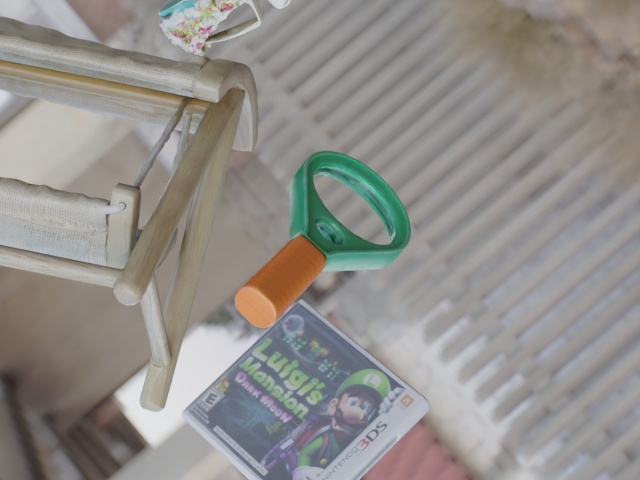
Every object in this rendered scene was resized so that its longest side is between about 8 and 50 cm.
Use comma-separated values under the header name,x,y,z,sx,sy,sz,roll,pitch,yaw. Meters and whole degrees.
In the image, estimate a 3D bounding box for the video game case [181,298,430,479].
name,x,y,z,sx,sy,sz,roll,pitch,yaw
video game case,-0.017,0.167,1.645,0.190,0.173,0.022,37,163,34

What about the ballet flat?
name,x,y,z,sx,sy,sz,roll,pitch,yaw
ballet flat,-0.075,-0.277,1.820,0.077,0.241,0.091,51,-144,-15

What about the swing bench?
name,x,y,z,sx,sy,sz,roll,pitch,yaw
swing bench,-0.198,-0.051,1.149,0.253,0.255,0.165,11,149,8

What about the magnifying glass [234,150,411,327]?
name,x,y,z,sx,sy,sz,roll,pitch,yaw
magnifying glass,0.000,0.000,1.085,0.092,0.026,0.231,43,-150,1
